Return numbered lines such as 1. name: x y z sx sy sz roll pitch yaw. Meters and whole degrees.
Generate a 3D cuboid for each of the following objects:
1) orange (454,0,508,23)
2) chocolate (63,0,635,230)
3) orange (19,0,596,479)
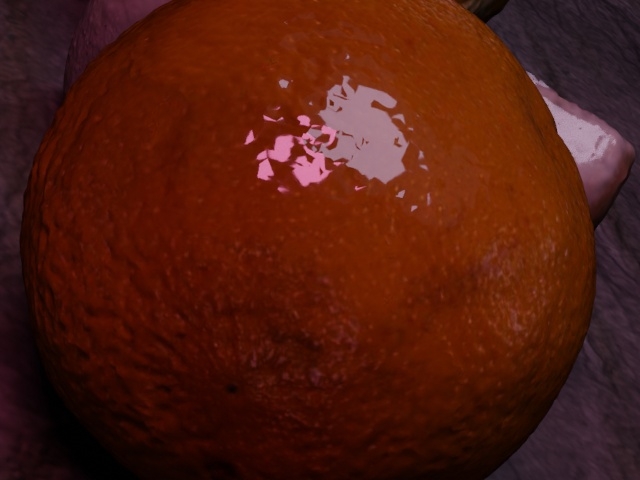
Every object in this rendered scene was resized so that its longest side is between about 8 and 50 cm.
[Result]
1. orange: 0.014 -0.265 1.174 0.249 0.329 0.329 8 15 27
2. chocolate: 0.004 -0.049 1.008 0.303 0.185 0.100 30 53 -9
3. orange: 0.000 0.000 0.829 0.264 0.264 0.264 27 28 -16
